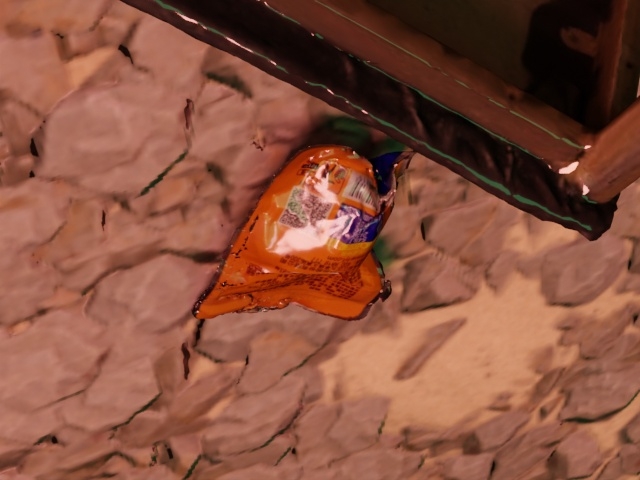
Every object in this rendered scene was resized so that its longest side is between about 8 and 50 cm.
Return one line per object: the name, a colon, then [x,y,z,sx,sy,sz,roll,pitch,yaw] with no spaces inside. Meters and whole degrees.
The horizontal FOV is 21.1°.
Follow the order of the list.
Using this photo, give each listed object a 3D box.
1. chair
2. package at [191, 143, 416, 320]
chair: [0.016,-0.103,0.407,0.188,0.166,0.272,27,144,-16]
package: [0.000,0.001,0.678,0.077,0.033,0.111,-11,143,-35]
